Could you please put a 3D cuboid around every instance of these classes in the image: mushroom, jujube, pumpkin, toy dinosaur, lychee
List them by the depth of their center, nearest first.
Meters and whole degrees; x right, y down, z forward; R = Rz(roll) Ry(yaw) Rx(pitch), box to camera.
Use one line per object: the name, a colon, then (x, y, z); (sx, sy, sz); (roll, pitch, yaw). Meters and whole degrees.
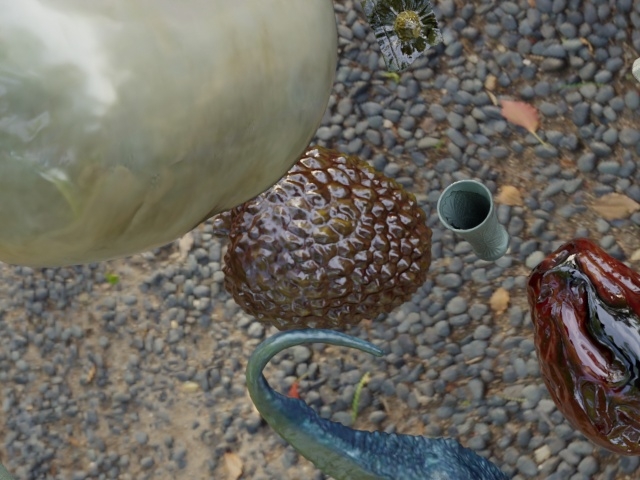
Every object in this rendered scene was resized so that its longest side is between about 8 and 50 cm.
mushroom: (-0.131, -0.097, 0.410); (0.234, 0.260, 0.253); (-33, 34, 46)
toy dinosaur: (0.071, 0.170, 0.472); (0.076, 0.363, 0.147); (14, 75, 53)
jujube: (0.312, 0.114, 0.871); (0.168, 0.168, 0.236); (-32, 87, 22)
lychee: (0.000, 0.000, 0.974); (0.272, 0.236, 0.235); (4, 89, 3)
pumpkin: (0.148, -0.466, 1.553); (0.131, 0.126, 0.247); (-20, 56, 10)

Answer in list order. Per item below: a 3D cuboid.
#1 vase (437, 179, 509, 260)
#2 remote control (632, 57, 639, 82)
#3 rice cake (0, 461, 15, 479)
vase: (0.286, -0.027, 1.443); (0.096, 0.219, 0.096); (-8, 69, 22)
remote control: (0.606, -0.235, 1.293); (0.090, 0.230, 0.049); (-21, 42, 49)
rice cake: (-0.186, 0.055, 0.290); (0.211, 0.124, 0.038); (43, 89, 18)
